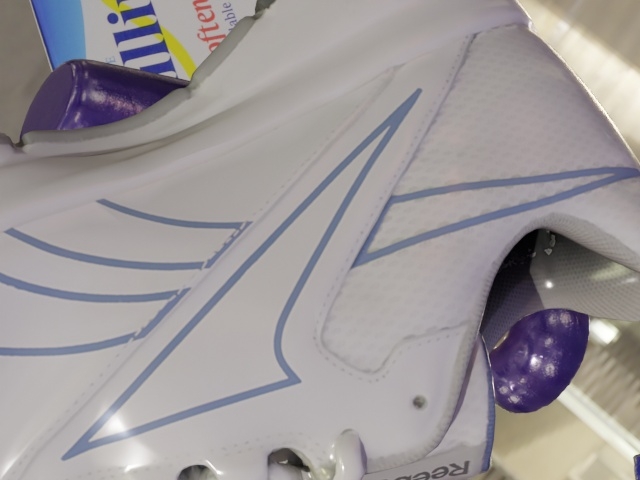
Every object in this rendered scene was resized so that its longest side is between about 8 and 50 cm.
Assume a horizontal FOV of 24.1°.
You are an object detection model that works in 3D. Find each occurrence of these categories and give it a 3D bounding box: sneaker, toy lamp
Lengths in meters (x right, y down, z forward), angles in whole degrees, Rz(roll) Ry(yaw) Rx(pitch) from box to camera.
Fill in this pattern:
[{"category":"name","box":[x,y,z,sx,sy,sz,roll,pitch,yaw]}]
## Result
[{"category":"sneaker","box":[-0.031,0.029,0.372,0.297,0.129,0.111,-34,158,-19]},{"category":"toy lamp","box":[0.000,0.000,0.651,0.274,0.080,0.080,24,113,-30]}]

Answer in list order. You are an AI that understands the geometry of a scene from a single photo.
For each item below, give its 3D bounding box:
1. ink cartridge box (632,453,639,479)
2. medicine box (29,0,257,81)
[{"category":"ink cartridge box","box":[0.295,0.214,0.865,0.223,0.224,0.045,-8,176,-27]},{"category":"medicine box","box":[-0.082,-0.167,1.332,0.289,0.263,0.149,-22,161,2]}]
